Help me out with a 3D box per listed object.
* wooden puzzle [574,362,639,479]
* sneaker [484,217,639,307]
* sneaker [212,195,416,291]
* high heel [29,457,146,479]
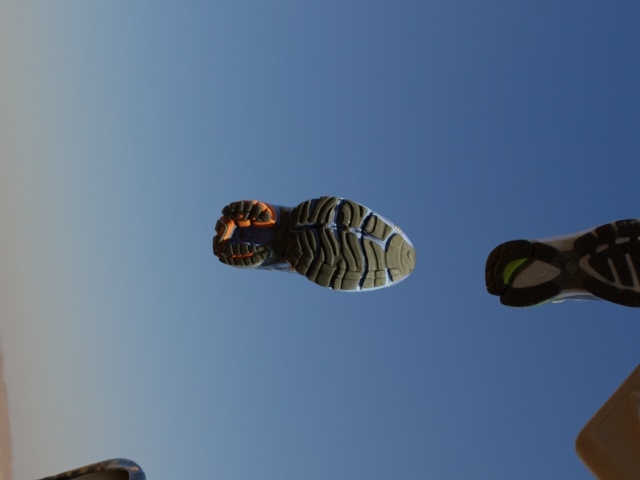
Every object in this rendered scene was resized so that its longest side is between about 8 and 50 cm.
[{"bbox_3d":[0.473,0.207,0.784,0.348,0.080,0.322,-58,-141,17],"label":"wooden puzzle"},{"bbox_3d":[0.366,0.029,0.995,0.300,0.121,0.111,-3,-90,46],"label":"sneaker"},{"bbox_3d":[0.000,0.000,0.730,0.221,0.087,0.083,12,-88,40],"label":"sneaker"},{"bbox_3d":[-0.363,0.340,0.999,0.186,0.261,0.093,-46,-124,50],"label":"high heel"}]
